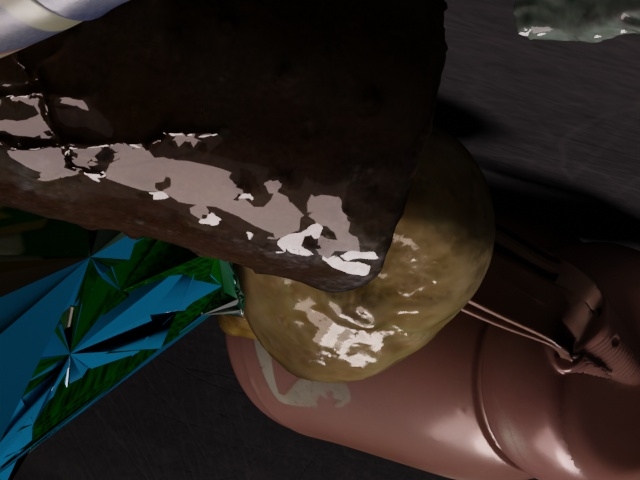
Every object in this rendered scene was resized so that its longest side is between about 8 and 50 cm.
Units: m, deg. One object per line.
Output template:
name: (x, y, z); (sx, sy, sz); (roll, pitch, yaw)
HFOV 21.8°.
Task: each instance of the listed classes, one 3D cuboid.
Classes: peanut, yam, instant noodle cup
peanut: (0.000, 0.000, 0.847); (0.122, 0.137, 0.253); (24, 176, -17)
yam: (-0.107, -0.074, 0.466); (0.280, 0.131, 0.131); (16, 176, -14)
instant noodle cup: (-0.177, 0.008, 0.779); (0.240, 0.178, 0.240); (41, 163, 15)

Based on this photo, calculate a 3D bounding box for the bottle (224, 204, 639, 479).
bottle: (0.078, 0.053, 1.004); (0.297, 0.173, 0.206); (13, 155, 51)

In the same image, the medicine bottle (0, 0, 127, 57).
medicine bottle: (-0.100, -0.056, 0.349); (0.231, 0.059, 0.059); (-20, 158, 24)

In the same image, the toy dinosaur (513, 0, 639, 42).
toy dinosaur: (0.088, -0.060, 0.380); (0.209, 0.039, 0.082); (19, 174, -29)
